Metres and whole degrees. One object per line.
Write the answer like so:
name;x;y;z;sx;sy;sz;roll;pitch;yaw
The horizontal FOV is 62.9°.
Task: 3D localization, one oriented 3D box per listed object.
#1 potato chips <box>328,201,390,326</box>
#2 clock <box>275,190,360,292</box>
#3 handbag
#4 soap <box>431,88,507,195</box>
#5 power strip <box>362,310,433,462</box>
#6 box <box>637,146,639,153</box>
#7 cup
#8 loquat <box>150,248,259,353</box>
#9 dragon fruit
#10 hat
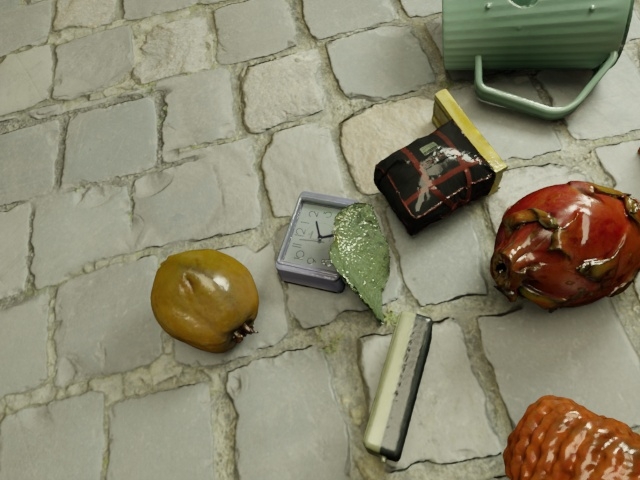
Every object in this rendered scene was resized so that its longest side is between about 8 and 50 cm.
potato chips;0.088;0.042;1.023;0.059;0.167;0.228;-27;47;45
clock;-0.001;0.000;1.103;0.144;0.073;0.193;11;65;14
handbag;0.235;-0.127;1.083;0.215;0.155;0.169;-30;68;-5
soap;0.320;-0.219;1.154;0.037;0.092;0.252;-23;61;-8
power strip;0.137;0.259;0.921;0.070;0.105;0.257;12;65;17
box;0.761;-0.282;0.985;0.197;0.313;0.089;-31;62;-7
cup;0.474;-0.498;1.165;0.392;0.310;0.401;-1;60;15
loquat;-0.221;0.120;1.021;0.234;0.176;0.187;32;112;5
dragon fruit;0.438;0.009;0.935;0.315;0.250;0.250;-30;61;-4
hat;0.356;0.444;0.754;0.285;0.285;0.400;32;99;23
